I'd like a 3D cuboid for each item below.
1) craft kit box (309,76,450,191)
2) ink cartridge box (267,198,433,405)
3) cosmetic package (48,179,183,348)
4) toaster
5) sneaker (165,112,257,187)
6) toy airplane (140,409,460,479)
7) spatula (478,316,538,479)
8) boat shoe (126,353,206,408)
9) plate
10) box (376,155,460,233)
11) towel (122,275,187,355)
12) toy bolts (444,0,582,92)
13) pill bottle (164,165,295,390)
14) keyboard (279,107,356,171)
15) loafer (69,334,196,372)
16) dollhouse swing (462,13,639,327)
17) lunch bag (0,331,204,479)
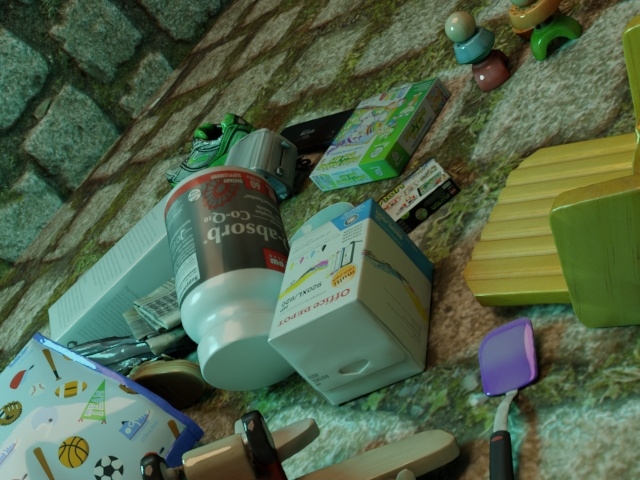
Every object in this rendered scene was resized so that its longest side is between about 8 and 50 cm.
[{"bbox_3d":[0.123,-0.221,1.883,0.250,0.061,0.246,-9,44,52],"label":"craft kit box"},{"bbox_3d":[0.051,0.093,1.347,0.171,0.168,0.232,-28,29,28],"label":"ink cartridge box"},{"bbox_3d":[-0.406,0.088,2.055,0.453,0.161,0.230,-45,25,-1],"label":"cosmetic package"},{"bbox_3d":[-0.150,-0.161,2.078,0.227,0.129,0.146,-23,45,47],"label":"toaster"},{"bbox_3d":[-0.315,-0.254,2.485,0.344,0.146,0.134,-27,29,33],"label":"sneaker"},{"bbox_3d":[-0.067,0.349,1.071,0.384,0.272,0.386,-14,-13,-46],"label":"toy airplane"},{"bbox_3d":[0.219,0.216,1.064,0.084,0.030,0.296,-28,29,33],"label":"spatula"},{"bbox_3d":[-0.307,0.262,1.698,0.285,0.104,0.089,-20,33,44],"label":"boat shoe"},{"bbox_3d":[0.000,0.000,1.749,0.188,0.024,0.188,-33,27,20],"label":"plate"},{"bbox_3d":[0.146,-0.057,1.602,0.207,0.036,0.114,-39,25,9],"label":"box"},{"bbox_3d":[-0.249,0.092,1.802,0.324,0.056,0.312,-36,20,-14],"label":"towel"},{"bbox_3d":[0.355,-0.428,1.730,0.229,0.158,0.218,-33,27,22],"label":"toy bolts"},{"bbox_3d":[-0.147,0.063,1.545,0.210,0.210,0.362,-34,50,21],"label":"pill bottle"},{"bbox_3d":[-0.045,-0.227,2.173,0.317,0.033,0.201,-5,43,55],"label":"keyboard"},{"bbox_3d":[-0.387,0.242,1.864,0.303,0.095,0.109,-11,3,21],"label":"loafer"},{"bbox_3d":[0.322,-0.102,1.136,0.305,0.315,0.346,7,53,35],"label":"dollhouse swing"},{"bbox_3d":[-0.422,0.384,1.510,0.386,0.238,0.327,14,57,35],"label":"lunch bag"}]
